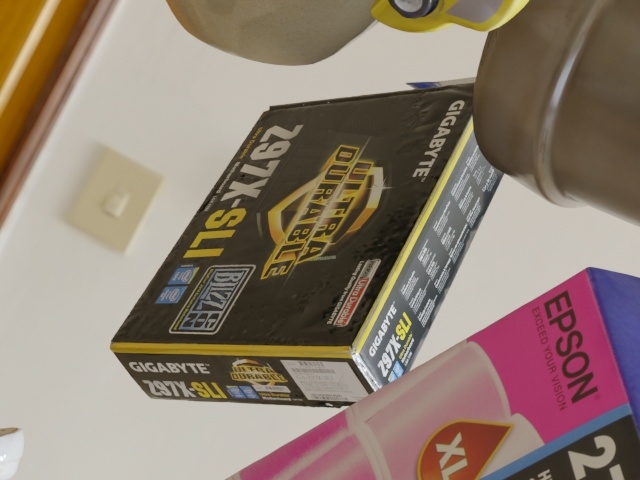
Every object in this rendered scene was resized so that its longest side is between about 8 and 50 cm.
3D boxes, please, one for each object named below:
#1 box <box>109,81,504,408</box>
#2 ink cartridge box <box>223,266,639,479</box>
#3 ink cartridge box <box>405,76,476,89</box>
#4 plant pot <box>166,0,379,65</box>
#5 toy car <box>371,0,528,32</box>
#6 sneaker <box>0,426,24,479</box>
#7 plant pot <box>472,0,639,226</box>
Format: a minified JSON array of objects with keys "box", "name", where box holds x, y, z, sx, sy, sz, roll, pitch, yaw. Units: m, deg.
[{"box":[0.000,0.000,1.225,0.257,0.322,0.079,-3,-48,38],"name":"box"},{"box":[0.088,0.139,0.714,0.069,0.371,0.176,38,30,-39],"name":"ink cartridge box"},{"box":[0.268,-0.135,1.536,0.332,0.065,0.165,-2,-15,38],"name":"ink cartridge box"},{"box":[-0.032,-0.250,1.109,0.284,0.191,0.284,13,28,-7],"name":"plant pot"},{"box":[0.132,-0.174,0.581,0.053,0.225,0.239,42,-11,-11],"name":"toy car"},{"box":[-0.336,0.257,1.235,0.108,0.169,0.292,-3,-11,-40],"name":"sneaker"},{"box":[0.313,-0.107,0.986,0.280,0.323,0.323,41,7,27],"name":"plant pot"}]
